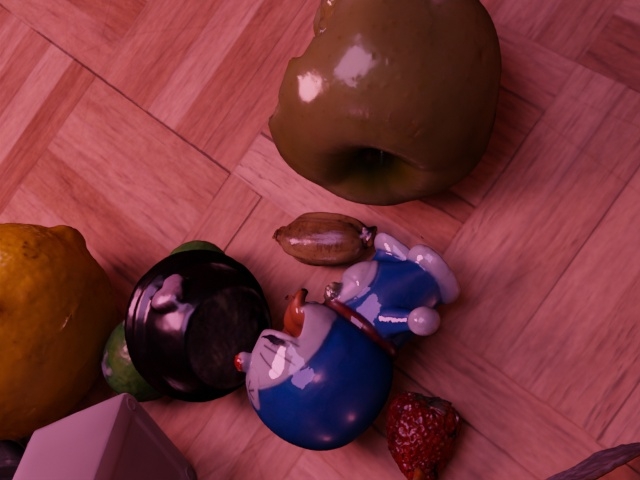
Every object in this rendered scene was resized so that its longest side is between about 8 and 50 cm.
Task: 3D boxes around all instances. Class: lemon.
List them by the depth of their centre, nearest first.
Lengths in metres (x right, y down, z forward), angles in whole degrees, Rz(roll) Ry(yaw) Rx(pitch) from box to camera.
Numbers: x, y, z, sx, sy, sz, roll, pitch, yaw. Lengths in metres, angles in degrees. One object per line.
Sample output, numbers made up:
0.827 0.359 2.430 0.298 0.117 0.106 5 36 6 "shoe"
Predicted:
-0.389 0.113 1.339 0.284 0.260 0.260 -40 52 -19 "lemon"

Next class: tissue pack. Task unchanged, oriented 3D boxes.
-0.249 0.313 1.170 0.136 0.159 0.246 -26 25 19 "tissue pack"

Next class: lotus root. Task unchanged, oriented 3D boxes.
0.000 0.000 1.260 0.152 0.063 0.072 4 36 36 "lotus root"

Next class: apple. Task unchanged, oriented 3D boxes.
0.076 -0.174 1.168 0.279 0.279 0.279 -12 66 27 "apple"

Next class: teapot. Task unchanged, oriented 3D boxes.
-0.410 0.289 1.370 0.149 0.111 0.108 -52 40 10 "teapot"

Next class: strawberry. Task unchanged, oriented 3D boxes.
0.106 0.205 1.112 0.083 0.083 0.096 -6 75 29 "strawberry"

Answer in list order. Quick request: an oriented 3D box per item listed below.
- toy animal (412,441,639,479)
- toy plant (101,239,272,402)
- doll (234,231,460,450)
0.193 0.258 0.909 0.302 0.284 0.225 3 75 31 "toy animal"
-0.160 0.104 1.266 0.218 0.175 0.235 -60 26 -11 "toy plant"
0.029 0.103 1.139 0.257 0.161 0.215 -51 20 -13 "doll"
